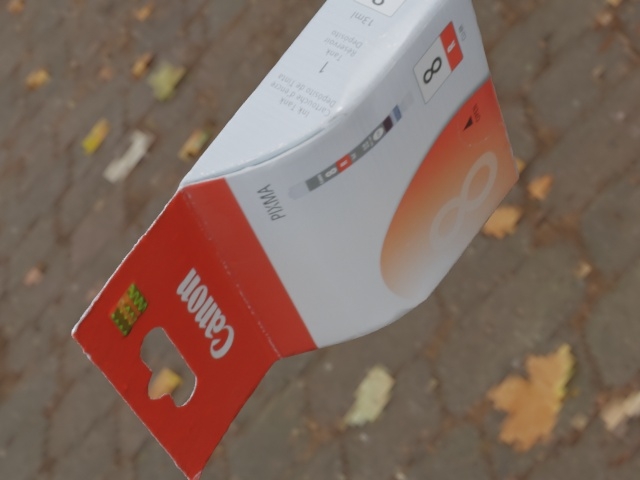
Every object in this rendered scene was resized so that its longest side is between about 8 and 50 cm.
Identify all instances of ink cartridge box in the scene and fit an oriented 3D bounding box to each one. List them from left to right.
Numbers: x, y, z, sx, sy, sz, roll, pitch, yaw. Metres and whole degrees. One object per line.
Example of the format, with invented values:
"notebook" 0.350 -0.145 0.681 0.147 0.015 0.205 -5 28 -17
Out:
"ink cartridge box" 0.000 0.000 0.687 0.045 0.145 0.179 27 72 25
